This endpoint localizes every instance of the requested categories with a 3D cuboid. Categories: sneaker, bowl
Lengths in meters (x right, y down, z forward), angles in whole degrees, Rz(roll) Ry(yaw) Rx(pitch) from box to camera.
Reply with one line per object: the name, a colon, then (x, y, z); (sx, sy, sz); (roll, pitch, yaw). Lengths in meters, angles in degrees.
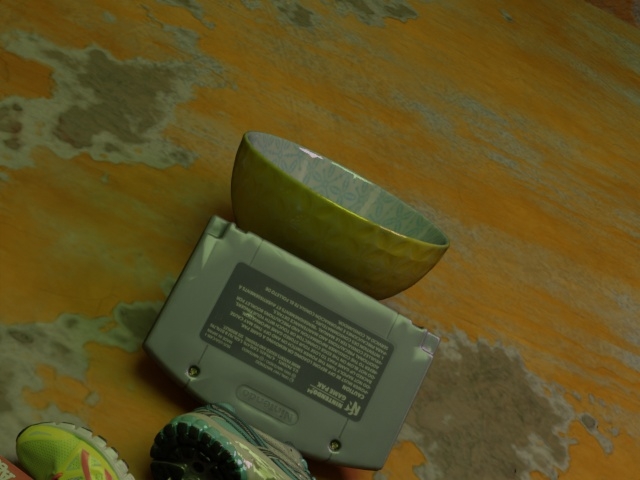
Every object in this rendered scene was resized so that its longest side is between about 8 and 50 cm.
sneaker: (-0.213, 0.253, 1.077); (0.208, 0.081, 0.094); (41, 38, 11)
bowl: (0.000, 0.000, 1.451); (0.289, 0.156, 0.289); (27, 12, -6)
sneaker: (-0.032, 0.262, 1.189); (0.283, 0.110, 0.122); (42, 25, 5)

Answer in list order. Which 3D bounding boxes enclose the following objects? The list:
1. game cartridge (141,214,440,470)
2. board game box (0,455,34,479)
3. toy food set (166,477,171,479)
game cartridge: (-0.035, 0.125, 1.299); (0.297, 0.062, 0.198); (29, 79, -6)
board game box: (-0.331, 0.178, 0.954); (0.281, 0.145, 0.027); (29, 43, 23)
toy food set: (-0.119, 0.292, 1.128); (0.122, 0.019, 0.078); (32, 75, 6)
